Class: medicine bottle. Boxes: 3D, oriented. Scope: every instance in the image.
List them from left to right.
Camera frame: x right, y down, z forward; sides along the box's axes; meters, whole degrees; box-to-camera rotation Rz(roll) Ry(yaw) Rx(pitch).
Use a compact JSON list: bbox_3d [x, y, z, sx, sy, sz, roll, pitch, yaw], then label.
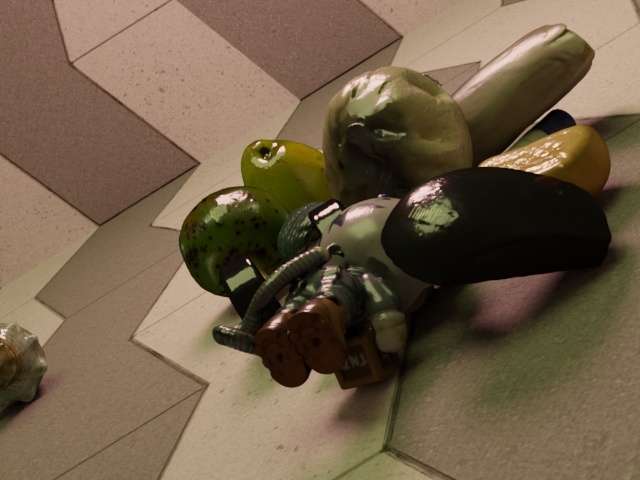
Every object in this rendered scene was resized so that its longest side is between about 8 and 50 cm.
[{"bbox_3d":[0.316,-0.124,1.671,0.231,0.059,0.059,-41,18,-28],"label":"medicine bottle"}]

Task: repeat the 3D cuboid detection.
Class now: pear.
[{"bbox_3d":[-0.057,-0.103,2.036,0.187,0.219,0.187,-28,20,11],"label":"pear"}]

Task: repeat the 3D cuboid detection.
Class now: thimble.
[{"bbox_3d":[0.001,-0.003,1.797,0.135,0.118,0.090,-37,15,-18],"label":"thimble"}]

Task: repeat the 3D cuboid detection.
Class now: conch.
[{"bbox_3d":[-0.651,0.273,2.185,0.203,0.169,0.386,-11,-21,-5],"label":"conch"}]

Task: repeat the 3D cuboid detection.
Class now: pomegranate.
[{"bbox_3d":[-0.138,0.018,1.879,0.211,0.211,0.263,-30,36,7],"label":"pomegranate"}]

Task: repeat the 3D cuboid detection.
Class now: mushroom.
[{"bbox_3d":[0.277,-0.208,1.745,0.407,0.137,0.154,-37,12,27],"label":"mushroom"}]

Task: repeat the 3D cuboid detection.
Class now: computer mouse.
[{"bbox_3d":[0.207,-0.031,1.283,0.269,0.100,0.170,-7,35,-15],"label":"computer mouse"}]

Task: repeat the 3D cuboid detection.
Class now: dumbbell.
[{"bbox_3d":[-0.028,0.053,1.626,0.218,0.152,0.152,-32,15,-1],"label":"dumbbell"}]

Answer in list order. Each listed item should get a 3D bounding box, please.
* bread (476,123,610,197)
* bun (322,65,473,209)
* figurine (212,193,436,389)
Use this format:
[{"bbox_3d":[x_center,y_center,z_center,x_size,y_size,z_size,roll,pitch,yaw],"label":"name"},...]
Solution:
[{"bbox_3d":[0.299,-0.075,1.480,0.217,0.098,0.147,-20,20,44],"label":"bread"},{"bbox_3d":[0.103,-0.139,1.678,0.273,0.272,0.168,-20,-5,38],"label":"bun"},{"bbox_3d":[0.058,0.065,1.372,0.261,0.186,0.382,-12,18,28],"label":"figurine"}]
